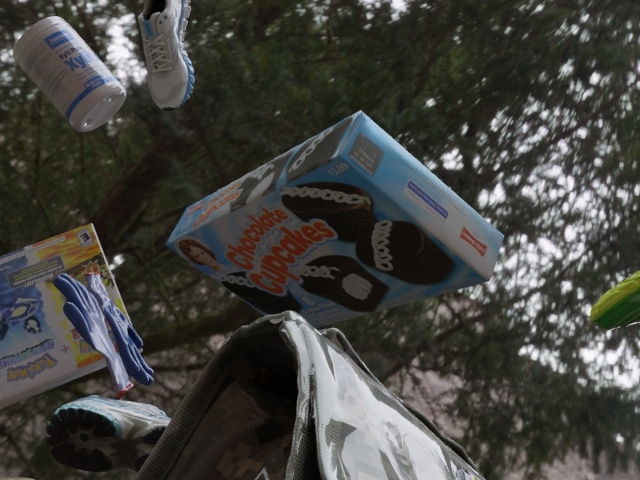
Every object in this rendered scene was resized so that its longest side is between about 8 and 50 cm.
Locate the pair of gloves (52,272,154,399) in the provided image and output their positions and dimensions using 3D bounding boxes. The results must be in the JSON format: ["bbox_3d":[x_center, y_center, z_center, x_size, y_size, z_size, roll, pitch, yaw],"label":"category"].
[{"bbox_3d":[-0.251,0.108,1.085,0.023,0.198,0.159,-28,-92,0],"label":"pair of gloves"}]

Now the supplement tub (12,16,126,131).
[{"bbox_3d":[-0.262,-0.173,0.968,0.107,0.071,0.071,48,-63,5],"label":"supplement tub"}]

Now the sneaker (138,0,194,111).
[{"bbox_3d":[-0.228,-0.278,1.301,0.071,0.083,0.190,-7,-96,19],"label":"sneaker"}]

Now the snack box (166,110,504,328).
[{"bbox_3d":[0.000,0.000,0.916,0.187,0.060,0.322,38,-32,-21],"label":"snack box"}]

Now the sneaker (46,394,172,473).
[{"bbox_3d":[-0.223,0.272,1.271,0.283,0.122,0.110,19,-78,2],"label":"sneaker"}]

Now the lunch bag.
[{"bbox_3d":[0.016,0.194,0.348,0.169,0.287,0.235,-19,-53,44],"label":"lunch bag"}]

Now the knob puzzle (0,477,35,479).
[{"bbox_3d":[-0.174,0.221,0.526,0.213,0.030,0.213,11,-68,29],"label":"knob puzzle"}]

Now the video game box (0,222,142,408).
[{"bbox_3d":[-0.363,0.098,1.209,0.205,0.048,0.187,-22,-104,-13],"label":"video game box"}]

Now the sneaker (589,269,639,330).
[{"bbox_3d":[0.508,0.077,1.220,0.296,0.109,0.123,-16,-98,12],"label":"sneaker"}]
